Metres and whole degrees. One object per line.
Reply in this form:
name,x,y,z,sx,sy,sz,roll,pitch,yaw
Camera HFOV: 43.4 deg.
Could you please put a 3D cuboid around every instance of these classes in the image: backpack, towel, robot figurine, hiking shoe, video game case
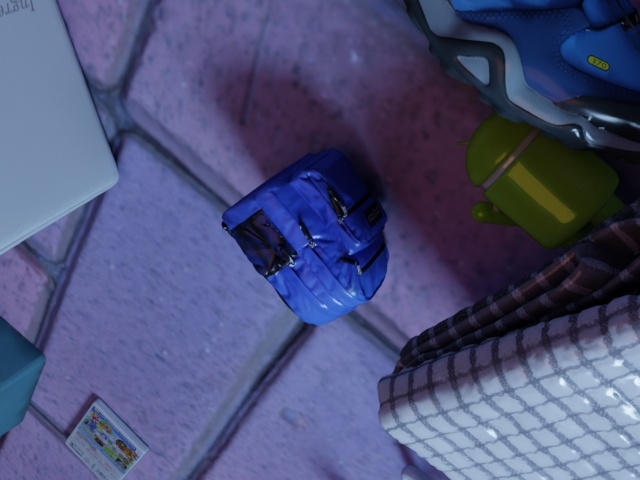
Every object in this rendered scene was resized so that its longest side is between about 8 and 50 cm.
backpack,0.000,0.000,0.617,0.101,0.098,0.120,-28,99,37
towel,0.207,0.118,0.512,0.283,0.121,0.235,40,135,-17
robot figurine,0.143,-0.041,0.520,0.115,0.067,0.101,42,127,5
hiking shoe,0.106,-0.167,0.438,0.304,0.113,0.132,42,132,5
video game case,-0.267,0.255,0.998,0.087,0.011,0.122,44,131,3

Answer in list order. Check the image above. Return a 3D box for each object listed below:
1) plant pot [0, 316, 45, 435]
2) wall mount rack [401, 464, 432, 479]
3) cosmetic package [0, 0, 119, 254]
plant pot,-0.489,0.196,0.959,0.165,0.234,0.166,40,131,7
wall mount rack,0.140,0.370,0.650,0.350,0.130,0.304,57,168,-8
cosmetic package,-0.441,-0.158,0.658,0.329,0.327,0.394,0,118,33
